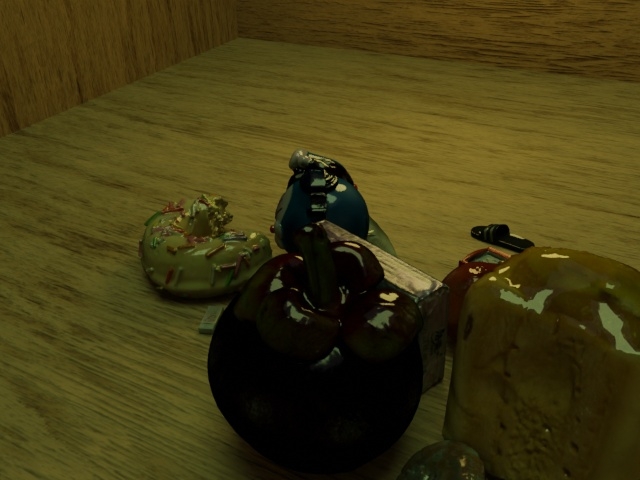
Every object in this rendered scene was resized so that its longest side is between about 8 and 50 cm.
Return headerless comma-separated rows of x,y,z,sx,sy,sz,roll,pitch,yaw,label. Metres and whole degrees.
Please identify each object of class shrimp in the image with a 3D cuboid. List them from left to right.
0.164,0.447,1.055,0.164,0.062,0.317,-15,32,36,shrimp

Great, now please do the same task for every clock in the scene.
0.430,0.076,1.651,0.113,0.061,0.155,-22,32,-28,clock

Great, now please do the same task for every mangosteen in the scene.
0.005,0.181,1.155,0.381,0.435,0.382,17,28,-9,mangosteen

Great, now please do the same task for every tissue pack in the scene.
0.104,0.130,1.398,0.122,0.259,0.361,-28,40,-29,tissue pack

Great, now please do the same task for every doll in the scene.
0.000,-0.069,1.649,0.240,0.284,0.310,-1,35,4,doll

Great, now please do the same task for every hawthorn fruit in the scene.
0.341,0.136,1.471,0.196,0.197,0.225,-11,7,-12,hawthorn fruit

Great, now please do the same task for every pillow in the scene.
0.117,-0.027,1.799,0.144,0.078,0.254,29,15,-32,pillow

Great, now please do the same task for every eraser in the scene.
-0.255,0.185,1.563,0.038,0.019,0.083,4,32,8,eraser

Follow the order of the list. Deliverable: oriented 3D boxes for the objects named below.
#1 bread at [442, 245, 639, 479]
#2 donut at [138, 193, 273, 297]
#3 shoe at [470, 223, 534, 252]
0.418,0.210,1.146,0.360,0.395,0.250,15,20,32,bread
-0.312,0.010,1.730,0.307,0.150,0.371,-19,35,-24,donut
0.494,-0.020,1.808,0.179,0.049,0.071,23,39,36,shoe
